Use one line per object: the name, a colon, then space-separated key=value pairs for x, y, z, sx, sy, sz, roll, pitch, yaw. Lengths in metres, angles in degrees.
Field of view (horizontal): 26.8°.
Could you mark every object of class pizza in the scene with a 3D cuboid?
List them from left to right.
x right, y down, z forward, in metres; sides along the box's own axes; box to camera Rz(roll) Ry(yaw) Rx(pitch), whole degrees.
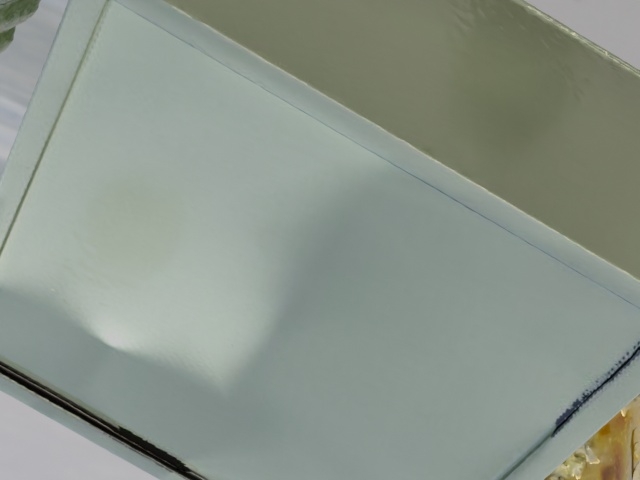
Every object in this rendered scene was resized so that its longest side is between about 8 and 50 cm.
pizza: x=0.188 y=0.199 z=0.983 sx=0.080 sy=0.188 sz=0.204 roll=48 pitch=167 yaw=37

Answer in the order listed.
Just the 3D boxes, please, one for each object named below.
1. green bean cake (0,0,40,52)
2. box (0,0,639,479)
green bean cake: x=-0.264 y=-0.213 z=0.812 sx=0.248 sy=0.125 sz=0.222 roll=-33 pitch=97 yaw=40
box: x=0.000 y=0.000 z=0.524 sx=0.225 sy=0.117 sz=0.225 roll=31 pitch=134 yaw=-4
